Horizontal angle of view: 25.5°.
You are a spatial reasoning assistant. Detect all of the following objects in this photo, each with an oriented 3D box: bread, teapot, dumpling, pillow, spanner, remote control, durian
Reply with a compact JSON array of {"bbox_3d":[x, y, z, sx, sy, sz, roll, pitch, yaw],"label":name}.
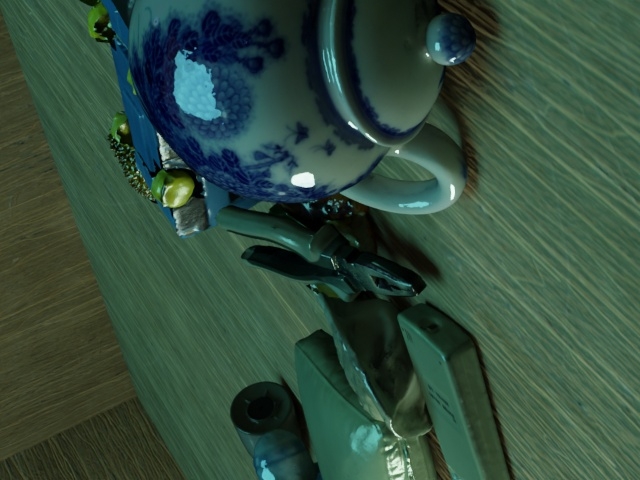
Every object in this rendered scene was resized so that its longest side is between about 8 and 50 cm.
[{"bbox_3d":[-0.023,-0.087,1.559,0.269,0.095,0.139,39,164,25],"label":"bread"},{"bbox_3d":[-0.002,-0.154,1.132,0.280,0.252,0.424,2,145,33],"label":"teapot"},{"bbox_3d":[0.065,0.134,1.554,0.150,0.092,0.176,-84,-23,-77],"label":"dumpling"},{"bbox_3d":[0.067,0.290,1.762,0.255,0.120,0.322,44,155,54],"label":"pillow"},{"bbox_3d":[-0.002,0.018,1.531,0.325,0.040,0.095,15,145,50],"label":"spanner"},{"bbox_3d":[0.156,0.205,1.501,0.123,0.038,0.285,39,152,62],"label":"remote control"},{"bbox_3d":[-0.255,-0.139,2.174,0.158,0.137,0.168,-87,-15,-77],"label":"durian"}]

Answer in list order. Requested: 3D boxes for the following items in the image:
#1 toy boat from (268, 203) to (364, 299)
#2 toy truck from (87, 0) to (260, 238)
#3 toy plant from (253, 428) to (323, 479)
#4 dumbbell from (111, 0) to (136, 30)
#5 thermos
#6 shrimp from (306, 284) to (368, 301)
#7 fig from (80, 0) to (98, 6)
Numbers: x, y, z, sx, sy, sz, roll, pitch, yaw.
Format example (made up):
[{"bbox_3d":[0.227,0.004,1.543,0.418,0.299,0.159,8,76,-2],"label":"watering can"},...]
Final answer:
[{"bbox_3d":[0.000,0.000,1.660,0.210,0.052,0.104,48,169,49],"label":"toy boat"},{"bbox_3d":[-0.175,-0.187,1.760,0.161,0.162,0.385,53,160,39],"label":"toy truck"},{"bbox_3d":[-0.016,0.445,2.154,0.247,0.247,0.332,136,115,-74],"label":"toy plant"},{"bbox_3d":[-0.152,-0.346,1.352,0.322,0.204,0.204,58,164,26],"label":"dumbbell"},{"bbox_3d":[-0.078,0.321,2.385,0.193,0.105,0.137,72,-169,-48],"label":"thermos"},{"bbox_3d":[0.025,0.073,1.700,0.184,0.043,0.091,49,168,35],"label":"shrimp"},{"bbox_3d":[-0.285,-0.388,1.936,0.117,0.117,0.177,65,151,2],"label":"fig"}]
